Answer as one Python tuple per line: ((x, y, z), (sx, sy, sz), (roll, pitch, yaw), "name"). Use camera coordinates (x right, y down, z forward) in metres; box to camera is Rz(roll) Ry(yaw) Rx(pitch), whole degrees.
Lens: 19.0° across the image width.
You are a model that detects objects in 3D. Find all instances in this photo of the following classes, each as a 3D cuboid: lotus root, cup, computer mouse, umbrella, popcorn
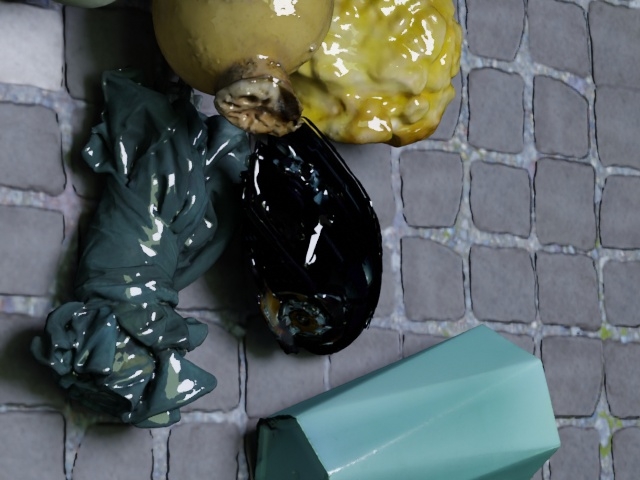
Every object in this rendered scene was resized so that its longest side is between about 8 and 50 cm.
((-0.061, -0.215, 1.499), (0.131, 0.146, 0.303), (22, 47, -26), "lotus root")
((0.068, 0.163, 1.596), (0.236, 0.134, 0.148), (-11, 87, -36), "cup")
((0.000, 0.000, 1.558), (0.146, 0.077, 0.241), (-71, 147, -41), "computer mouse")
((-0.127, -0.027, 1.505), (0.143, 0.094, 0.349), (32, 61, -38), "umbrella")
((0.033, -0.156, 1.610), (0.180, 0.170, 0.180), (17, 37, -13), "popcorn")

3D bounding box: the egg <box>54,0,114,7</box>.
((-0.193, -0.300, 1.437), (0.186, 0.186, 0.253), (-11, 91, -37), "egg")
